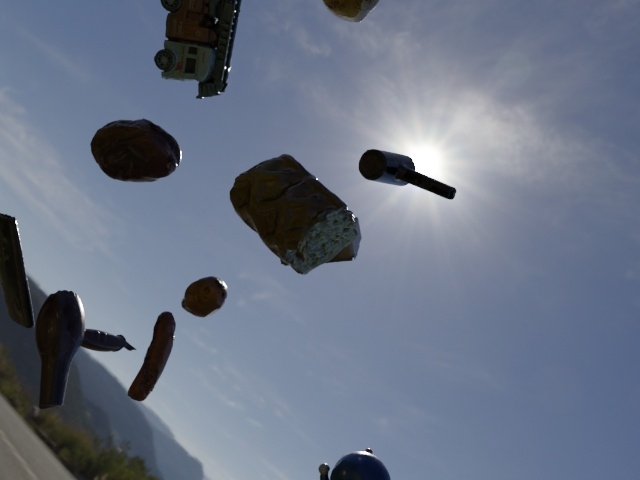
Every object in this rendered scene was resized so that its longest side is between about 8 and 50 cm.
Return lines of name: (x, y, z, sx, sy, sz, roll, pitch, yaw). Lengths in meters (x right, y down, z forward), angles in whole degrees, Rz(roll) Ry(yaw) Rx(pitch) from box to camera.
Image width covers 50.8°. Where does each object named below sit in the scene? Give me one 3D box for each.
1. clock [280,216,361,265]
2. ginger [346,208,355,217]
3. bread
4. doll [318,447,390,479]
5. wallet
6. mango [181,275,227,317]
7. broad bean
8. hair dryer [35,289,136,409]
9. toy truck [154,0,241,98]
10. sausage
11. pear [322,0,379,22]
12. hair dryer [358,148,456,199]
clock: (0.000, 0.000, 1.719, 0.192, 0.147, 0.071, -4, -69, 14)
ginger: (0.068, -0.042, 2.108, 0.095, 0.190, 0.069, 40, -54, -14)
bread: (-0.056, -0.060, 1.518, 0.252, 0.196, 0.238, 41, 0, 29)
doll: (0.084, 0.684, 1.843, 0.215, 0.161, 0.257, 39, -60, -8)
wallet: (-0.864, 0.079, 1.872, 0.170, 0.044, 0.321, 16, -63, 45)
mango: (-0.433, 0.207, 2.460, 0.156, 0.151, 0.249, 12, -18, -33)
broad bean: (-0.447, -0.215, 1.629, 0.228, 0.122, 0.156, 6, -56, 22)
hair dryer: (-0.636, 0.317, 1.863, 0.123, 0.312, 0.340, -18, -25, 24)
toy truck: (-0.304, -0.531, 1.714, 0.184, 0.338, 0.133, 12, 14, 7)
sausage: (-0.556, 0.395, 2.263, 0.087, 0.326, 0.079, 24, 4, 12)
pear: (0.082, -0.667, 1.788, 0.178, 0.178, 0.178, 37, -25, 20)
hair dryer: (0.245, -0.168, 1.775, 0.251, 0.089, 0.197, 25, 12, 31)
